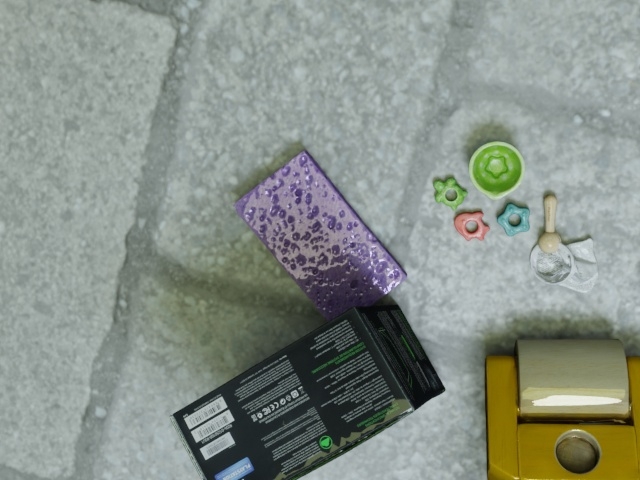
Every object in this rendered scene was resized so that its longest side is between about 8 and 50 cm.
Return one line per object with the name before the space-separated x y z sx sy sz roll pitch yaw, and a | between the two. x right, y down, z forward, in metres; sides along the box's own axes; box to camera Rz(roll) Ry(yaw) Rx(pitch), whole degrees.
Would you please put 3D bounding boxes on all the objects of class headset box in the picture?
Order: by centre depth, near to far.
headset box | -0.001 0.190 1.243 0.246 0.283 0.131 -31 81 10

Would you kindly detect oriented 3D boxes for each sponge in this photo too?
sponge | 0.000 0.000 1.325 0.117 0.031 0.210 -38 94 12

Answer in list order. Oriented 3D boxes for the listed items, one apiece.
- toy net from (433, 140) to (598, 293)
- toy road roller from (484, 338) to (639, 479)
toy net | 0.248 -0.011 1.289 0.122 0.045 0.232 -41 94 11
toy road roller | 0.306 0.302 1.293 0.203 0.240 0.329 0 64 6
